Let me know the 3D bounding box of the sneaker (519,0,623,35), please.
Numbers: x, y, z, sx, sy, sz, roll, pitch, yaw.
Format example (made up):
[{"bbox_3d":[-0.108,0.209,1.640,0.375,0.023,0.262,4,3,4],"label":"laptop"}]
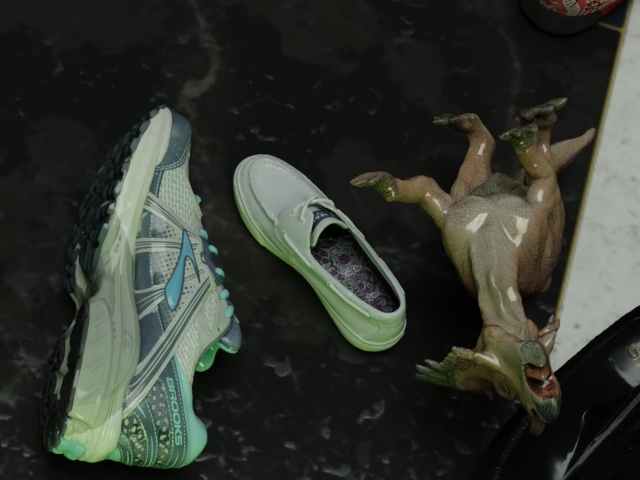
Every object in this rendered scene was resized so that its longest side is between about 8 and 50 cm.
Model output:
[{"bbox_3d":[0.283,-0.284,1.578,0.270,0.145,0.090,-36,72,-27],"label":"sneaker"}]

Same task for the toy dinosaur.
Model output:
[{"bbox_3d":[0.134,0.013,1.384,0.127,0.200,0.295,-10,15,25],"label":"toy dinosaur"}]

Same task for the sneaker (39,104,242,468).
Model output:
[{"bbox_3d":[-0.118,0.037,1.358,0.122,0.110,0.283,20,60,-20],"label":"sneaker"}]

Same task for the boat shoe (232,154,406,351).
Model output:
[{"bbox_3d":[0.000,0.000,1.407,0.066,0.063,0.184,-24,68,-22],"label":"boat shoe"}]

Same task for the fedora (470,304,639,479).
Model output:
[{"bbox_3d":[0.262,0.158,1.287,0.334,0.334,0.152,-46,107,-29],"label":"fedora"}]
